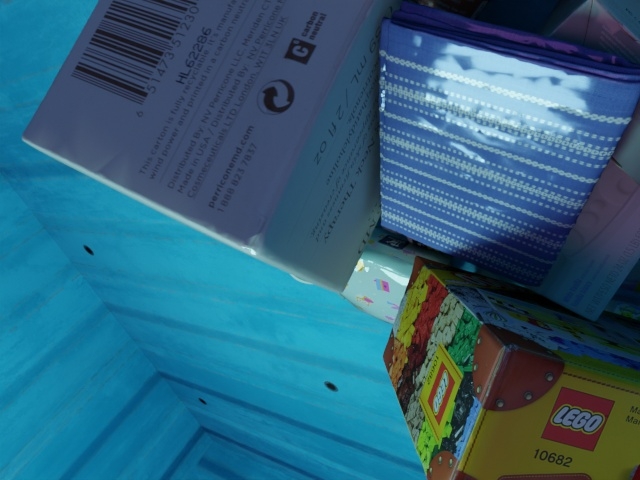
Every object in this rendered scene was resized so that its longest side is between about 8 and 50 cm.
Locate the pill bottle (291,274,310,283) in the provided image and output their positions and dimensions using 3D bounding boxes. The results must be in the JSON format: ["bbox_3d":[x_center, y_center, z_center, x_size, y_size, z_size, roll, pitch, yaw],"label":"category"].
[{"bbox_3d":[0.000,0.000,1.066,0.118,0.117,0.208,35,142,4],"label":"pill bottle"}]

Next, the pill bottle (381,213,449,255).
[{"bbox_3d":[0.221,-0.036,0.850,0.209,0.119,0.119,18,138,25],"label":"pill bottle"}]

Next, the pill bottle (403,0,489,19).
[{"bbox_3d":[0.166,-0.336,0.587,0.121,0.121,0.216,39,143,0],"label":"pill bottle"}]

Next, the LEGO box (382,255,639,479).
[{"bbox_3d":[0.366,0.212,0.638,0.501,0.372,0.193,16,100,-5],"label":"LEGO box"}]

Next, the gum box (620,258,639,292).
[{"bbox_3d":[0.460,-0.008,0.729,0.107,0.062,0.188,18,138,25],"label":"gum box"}]

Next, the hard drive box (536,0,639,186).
[{"bbox_3d":[0.328,-0.195,0.507,0.181,0.232,0.089,43,143,-3],"label":"hard drive box"}]

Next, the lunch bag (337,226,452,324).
[{"bbox_3d":[0.134,0.066,0.943,0.224,0.160,0.262,22,165,22],"label":"lunch bag"}]

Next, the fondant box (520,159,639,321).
[{"bbox_3d":[0.282,-0.076,0.679,0.330,0.096,0.238,30,115,22],"label":"fondant box"}]

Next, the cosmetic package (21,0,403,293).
[{"bbox_3d":[-0.082,-0.152,0.685,0.328,0.329,0.394,24,175,18],"label":"cosmetic package"}]

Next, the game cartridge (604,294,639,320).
[{"bbox_3d":[0.532,0.123,0.843,0.083,0.017,0.055,17,134,25],"label":"game cartridge"}]

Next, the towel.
[{"bbox_3d":[0.179,-0.087,0.561,0.243,0.040,0.336,25,150,22],"label":"towel"}]

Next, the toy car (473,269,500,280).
[{"bbox_3d":[0.295,0.159,0.941,0.159,0.182,0.136,57,146,-5],"label":"toy car"}]
